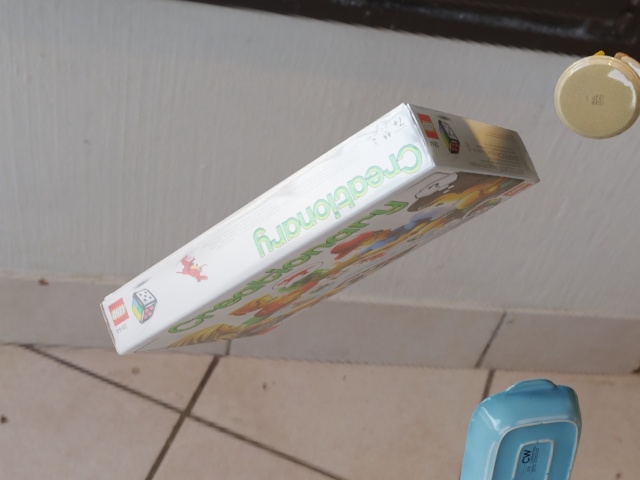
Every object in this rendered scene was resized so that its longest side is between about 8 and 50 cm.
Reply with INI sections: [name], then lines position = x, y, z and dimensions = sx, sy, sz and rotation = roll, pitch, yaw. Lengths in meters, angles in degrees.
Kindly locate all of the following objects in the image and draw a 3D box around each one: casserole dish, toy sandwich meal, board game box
[casserole dish]
position = 0.198, 0.218, 0.907
dimensions = 0.114, 0.188, 0.037
rotation = -5, 32, -12
[toy sandwich meal]
position = 0.253, -0.132, 0.834
dimensions = 0.086, 0.085, 0.029
rotation = 27, 32, 10
[board game box]
position = 0.000, 0.000, 0.728
dimensions = 0.193, 0.305, 0.053
rotation = -1, 64, -57
